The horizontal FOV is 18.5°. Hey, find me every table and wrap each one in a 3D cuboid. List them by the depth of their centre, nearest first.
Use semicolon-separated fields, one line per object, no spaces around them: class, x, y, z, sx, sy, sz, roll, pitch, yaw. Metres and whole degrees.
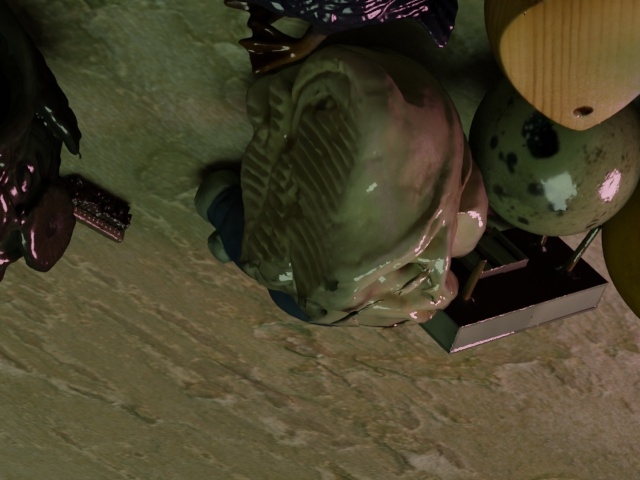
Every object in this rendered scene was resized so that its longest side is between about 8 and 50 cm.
table;0.206;0.024;2.173;0.240;0.121;0.111;-15;136;-39

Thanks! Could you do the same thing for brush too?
brush;0.226;-0.223;1.737;0.174;0.166;0.267;-4;152;0
brush;-0.293;-0.062;2.132;0.036;0.043;0.248;-28;142;27

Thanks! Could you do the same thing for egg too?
egg;0.241;-0.090;1.982;0.177;0.177;0.228;-9;168;13

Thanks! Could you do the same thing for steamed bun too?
steamed bun;0.061;-0.054;1.922;0.207;0.280;0.268;3;178;-31

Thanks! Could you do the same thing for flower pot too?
flower pot;-0.366;-0.091;1.818;0.302;0.302;0.213;-1;151;-2

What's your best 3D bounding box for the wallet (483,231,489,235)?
wallet;0.198;0.040;2.362;0.243;0.039;0.133;21;145;-37

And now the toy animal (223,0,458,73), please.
toy animal;-0.010;-0.232;1.748;0.298;0.122;0.185;3;151;-12

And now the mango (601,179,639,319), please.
mango;0.480;-0.050;2.024;0.300;0.232;0.446;16;140;-23

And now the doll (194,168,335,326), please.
doll;0.000;0.000;2.179;0.228;0.154;0.258;-22;153;26
